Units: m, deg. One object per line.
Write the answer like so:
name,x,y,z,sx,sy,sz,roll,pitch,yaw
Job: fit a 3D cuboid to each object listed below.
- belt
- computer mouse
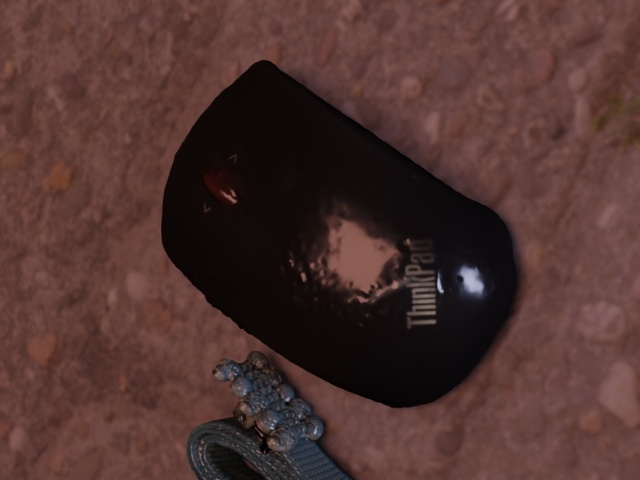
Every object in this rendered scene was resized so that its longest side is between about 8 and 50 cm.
belt,-0.012,0.167,1.172,0.179,0.065,0.100,33,111,25
computer mouse,0.000,0.000,1.152,0.269,0.100,0.170,36,102,26
